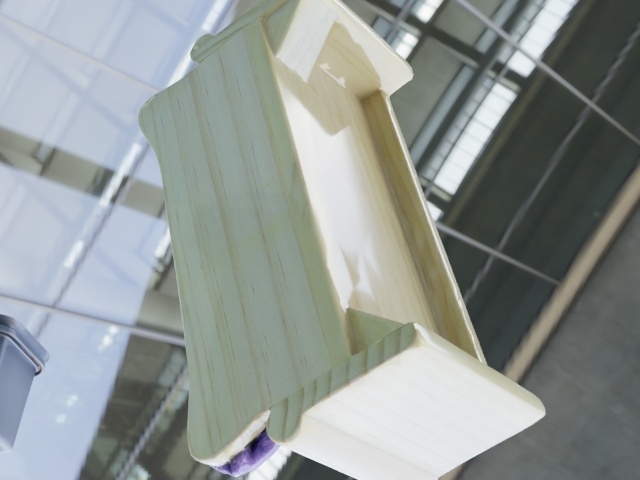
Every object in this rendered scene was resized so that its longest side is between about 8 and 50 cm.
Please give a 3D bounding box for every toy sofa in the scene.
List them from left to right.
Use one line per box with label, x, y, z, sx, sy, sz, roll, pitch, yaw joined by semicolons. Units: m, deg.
toy sofa;0.000;0.000;0.822;0.177;0.150;0.362;-35;-133;22

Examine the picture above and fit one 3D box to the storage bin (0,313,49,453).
storage bin;-0.298;0.120;0.924;0.135;0.098;0.091;-9;-128;13
